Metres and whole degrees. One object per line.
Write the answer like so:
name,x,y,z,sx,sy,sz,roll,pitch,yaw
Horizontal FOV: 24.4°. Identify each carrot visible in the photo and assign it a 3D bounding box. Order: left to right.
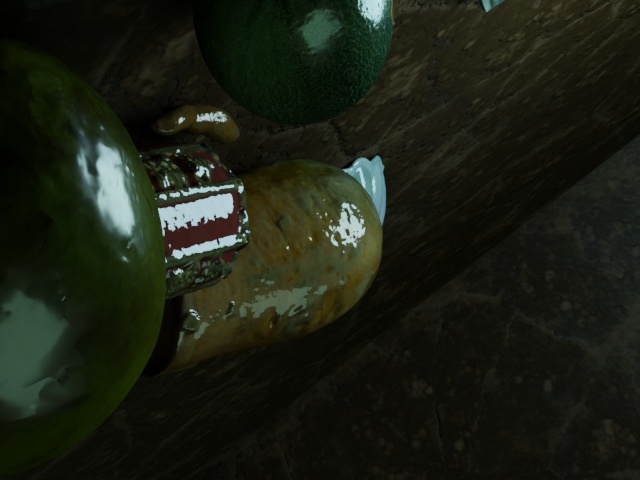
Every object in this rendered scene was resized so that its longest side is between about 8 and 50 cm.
carrot,-0.092,0.026,1.832,0.341,0.224,0.224,-17,157,-35

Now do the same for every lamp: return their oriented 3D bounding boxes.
lamp,-0.194,-0.013,1.554,0.274,0.177,0.177,-15,155,-52

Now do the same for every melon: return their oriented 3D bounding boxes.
melon,-0.023,-0.199,1.342,0.182,0.182,0.287,-34,165,-7

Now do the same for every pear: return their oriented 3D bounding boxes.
pear,-0.289,0.029,1.200,0.352,0.352,0.413,-29,155,-25

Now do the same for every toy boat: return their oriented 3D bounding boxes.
toy boat,0.000,0.000,2.181,0.290,0.100,0.199,-40,164,11

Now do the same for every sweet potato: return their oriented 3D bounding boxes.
sweet potato,-0.132,-0.128,1.594,0.044,0.044,0.179,-40,163,17

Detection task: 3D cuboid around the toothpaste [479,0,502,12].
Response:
toothpaste,0.305,-0.371,1.813,0.268,0.047,0.069,-31,178,-2

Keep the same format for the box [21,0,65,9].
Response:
box,-0.116,-0.296,0.906,0.184,0.143,0.273,-24,161,-35
